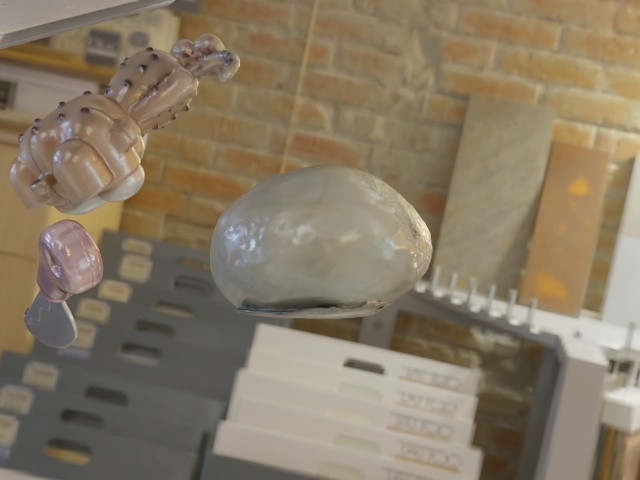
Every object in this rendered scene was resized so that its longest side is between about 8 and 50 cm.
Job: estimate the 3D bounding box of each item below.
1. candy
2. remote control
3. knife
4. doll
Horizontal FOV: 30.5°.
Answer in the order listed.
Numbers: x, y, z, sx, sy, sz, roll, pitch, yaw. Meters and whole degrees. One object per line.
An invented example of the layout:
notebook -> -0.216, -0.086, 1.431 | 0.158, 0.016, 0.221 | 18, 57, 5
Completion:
candy -> 0.000, 0.000, 1.430 | 0.295, 0.185, 0.295 | -4, 5, 0
remote control -> -0.231, -0.240, 1.055 | 0.034, 0.103, 0.250 | -38, -4, 40
knife -> -0.268, 0.062, 1.210 | 0.043, 0.081, 0.336 | -30, -8, -25
doll -> -0.207, -0.131, 1.264 | 0.278, 0.119, 0.154 | -42, 26, -24
